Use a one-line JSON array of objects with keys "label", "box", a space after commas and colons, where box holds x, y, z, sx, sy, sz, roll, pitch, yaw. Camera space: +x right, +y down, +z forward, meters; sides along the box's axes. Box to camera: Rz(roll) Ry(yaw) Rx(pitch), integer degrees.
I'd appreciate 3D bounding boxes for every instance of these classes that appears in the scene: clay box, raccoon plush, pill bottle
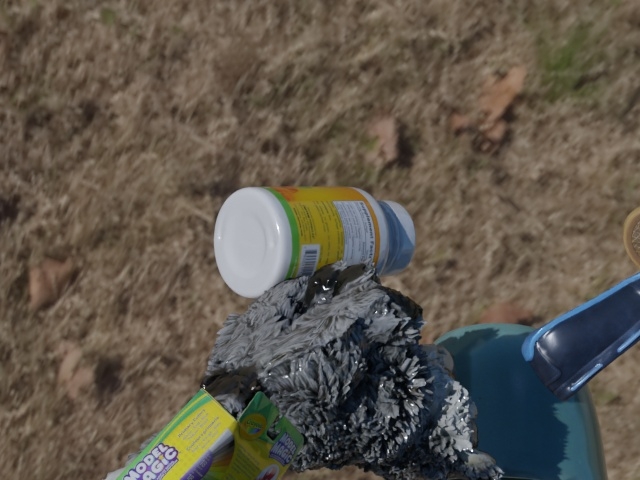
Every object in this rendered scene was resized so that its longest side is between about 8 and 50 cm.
[{"label": "clay box", "box": [-0.118, 0.220, 1.179, 0.053, 0.127, 0.222, 37, 78, 32]}, {"label": "raccoon plush", "box": [-0.014, 0.233, 1.475, 0.446, 0.216, 0.299, -36, 113, -20]}, {"label": "pill bottle", "box": [0.000, 0.000, 1.747, 0.246, 0.136, 0.136, -2, 65, -42]}]

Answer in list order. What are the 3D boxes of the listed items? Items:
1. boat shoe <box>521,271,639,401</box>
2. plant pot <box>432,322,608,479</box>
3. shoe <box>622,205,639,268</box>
[{"label": "boat shoe", "box": [0.336, 0.083, 1.444, 0.258, 0.109, 0.089, -29, 80, -1]}, {"label": "plant pot", "box": [0.237, 0.251, 1.846, 0.293, 0.293, 0.235, 12, 60, -15]}, {"label": "shoe", "box": [0.331, 0.016, 1.020, 0.219, 0.058, 0.076, 14, 100, 9]}]
